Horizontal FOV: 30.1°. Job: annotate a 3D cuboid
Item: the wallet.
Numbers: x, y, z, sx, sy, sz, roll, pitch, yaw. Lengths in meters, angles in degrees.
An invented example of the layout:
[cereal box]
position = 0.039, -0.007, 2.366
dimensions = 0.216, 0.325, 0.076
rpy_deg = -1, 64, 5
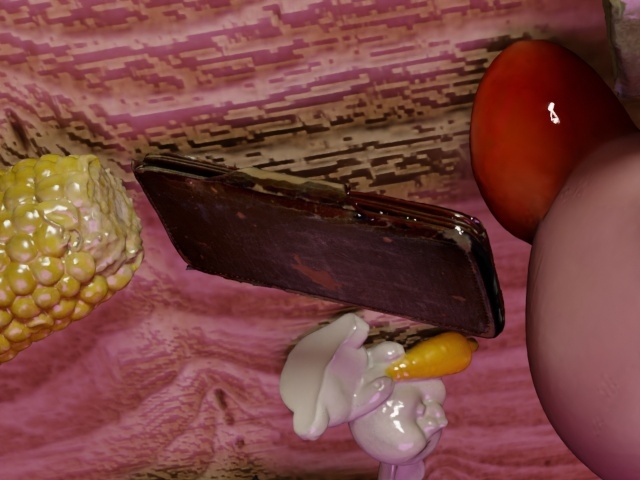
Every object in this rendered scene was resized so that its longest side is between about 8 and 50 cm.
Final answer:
[wallet]
position = 0.000, 0.000, 0.727
dimensions = 0.232, 0.031, 0.122
rpy_deg = 13, 149, 25

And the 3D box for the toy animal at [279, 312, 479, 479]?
[toy animal]
position = 0.053, 0.128, 0.939
dimensions = 0.181, 0.131, 0.127
rpy_deg = 36, 156, -31

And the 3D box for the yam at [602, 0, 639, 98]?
[yam]
position = 0.249, -0.174, 0.547
dimensions = 0.268, 0.161, 0.161
rpy_deg = -15, 139, 10

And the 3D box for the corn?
[corn]
position = -0.272, 0.048, 0.740
dimensions = 0.346, 0.130, 0.130
rpy_deg = -22, 138, 11

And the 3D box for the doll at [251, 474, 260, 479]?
[doll]
position = -0.060, 0.331, 1.049
dimensions = 0.349, 0.247, 0.247
rpy_deg = -3, 140, 3

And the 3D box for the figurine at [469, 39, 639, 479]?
[figurine]
position = 0.219, 0.042, 0.680
dimensions = 0.269, 0.261, 0.211
rpy_deg = 12, 111, -25
